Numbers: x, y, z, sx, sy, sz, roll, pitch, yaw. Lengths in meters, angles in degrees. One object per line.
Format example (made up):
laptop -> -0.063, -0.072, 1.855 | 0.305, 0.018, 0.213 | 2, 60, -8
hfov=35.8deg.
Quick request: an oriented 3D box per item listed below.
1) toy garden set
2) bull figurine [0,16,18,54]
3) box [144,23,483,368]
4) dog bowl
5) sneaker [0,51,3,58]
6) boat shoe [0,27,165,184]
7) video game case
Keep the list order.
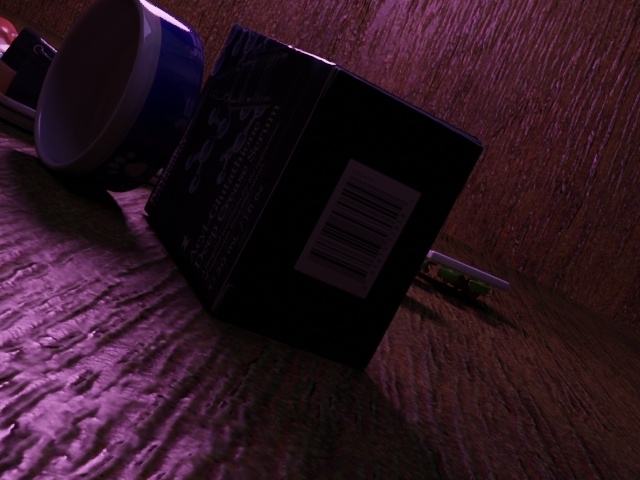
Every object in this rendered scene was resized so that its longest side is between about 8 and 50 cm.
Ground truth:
toy garden set -> 0.234, 0.071, 2.092 | 0.244, 0.049, 0.204 | 23, 3, 8
bull figurine -> -0.657, -0.398, 2.036 | 0.188, 0.101, 0.310 | 28, 9, -20
box -> -0.032, -0.074, 1.229 | 0.212, 0.293, 0.395 | 24, 8, -26
dog bowl -> -0.280, -0.203, 1.364 | 0.104, 0.265, 0.265 | 23, 8, -39
sneaker -> -0.581, -0.331, 1.635 | 0.135, 0.150, 0.366 | 27, 8, -5
boat shoe -> -0.311, -0.198, 1.657 | 0.500, 0.156, 0.187 | 24, 6, -31
video game case -> 0.299, 0.055, 2.169 | 0.190, 0.022, 0.173 | 23, 2, -13
